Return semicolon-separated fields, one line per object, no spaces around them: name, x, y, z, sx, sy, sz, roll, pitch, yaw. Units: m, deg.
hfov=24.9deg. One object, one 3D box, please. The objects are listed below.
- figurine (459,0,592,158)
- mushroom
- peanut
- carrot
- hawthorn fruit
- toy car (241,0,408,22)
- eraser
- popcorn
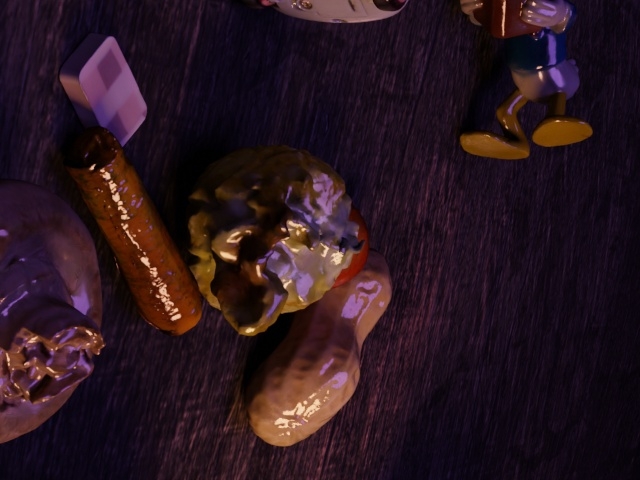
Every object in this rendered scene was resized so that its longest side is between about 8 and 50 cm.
figurine;0.283;-0.321;2.045;0.283;0.204;0.338;41;55;-51
mushroom;-0.265;0.062;1.192;0.226;0.178;0.227;-21;118;-45
peanut;0.004;0.121;1.745;0.111;0.125;0.275;39;66;-29
carrot;-0.180;-0.004;1.419;0.070;0.070;0.260;-57;146;-30
hawthorn fruit;0.000;0.000;1.691;0.128;0.128;0.128;-33;130;-51
toy car;0.008;-0.364;1.492;0.270;0.180;0.212;63;39;-49
eraser;-0.203;-0.138;1.364;0.065;0.026;0.105;-59;147;-33
popcorn;-0.055;0.004;1.513;0.212;0.197;0.198;-72;160;-56
